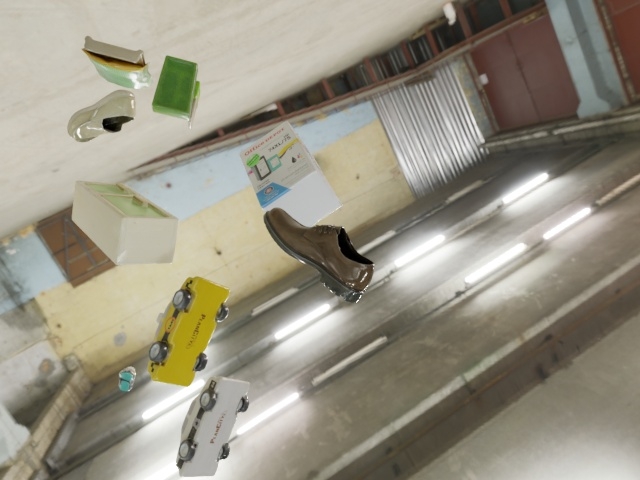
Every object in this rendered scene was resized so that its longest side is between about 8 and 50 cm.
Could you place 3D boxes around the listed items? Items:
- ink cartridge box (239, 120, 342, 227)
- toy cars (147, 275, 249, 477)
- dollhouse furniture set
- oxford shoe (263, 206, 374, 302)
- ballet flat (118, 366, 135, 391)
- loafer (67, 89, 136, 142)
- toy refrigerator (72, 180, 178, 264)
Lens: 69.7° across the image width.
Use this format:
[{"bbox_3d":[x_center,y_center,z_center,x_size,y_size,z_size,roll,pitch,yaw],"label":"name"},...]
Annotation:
[{"bbox_3d":[-0.099,-0.194,1.462,0.198,0.197,0.270,-33,-129,7],"label":"ink cartridge box"},{"bbox_3d":[-0.230,0.249,0.848,0.087,0.393,0.176,12,-152,42],"label":"toy cars"},{"bbox_3d":[-0.501,-0.419,1.282,0.302,0.151,0.197,11,171,-12],"label":"dollhouse furniture set"},{"bbox_3d":[0.000,0.000,0.791,0.096,0.227,0.083,-61,163,22],"label":"oxford shoe"},{"bbox_3d":[-0.486,0.341,1.159,0.041,0.041,0.114,-39,167,-45],"label":"ballet flat"},{"bbox_3d":[-0.686,-0.373,1.443,0.269,0.092,0.102,-26,168,22],"label":"loafer"},{"bbox_3d":[-0.378,-0.044,0.875,0.102,0.094,0.270,0,-163,-43],"label":"toy refrigerator"}]
